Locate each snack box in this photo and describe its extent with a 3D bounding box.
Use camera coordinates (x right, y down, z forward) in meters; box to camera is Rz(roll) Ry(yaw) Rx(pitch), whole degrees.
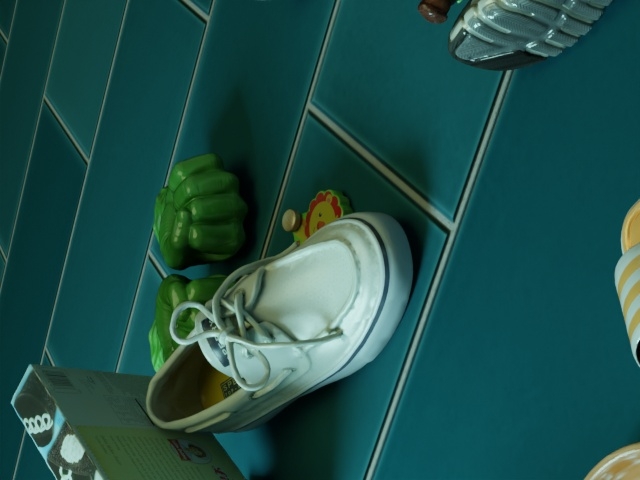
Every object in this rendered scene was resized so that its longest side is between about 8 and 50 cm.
[{"bbox_3d":[-0.166,0.245,1.307,0.322,0.187,0.060,45,114,44],"label":"snack box"}]

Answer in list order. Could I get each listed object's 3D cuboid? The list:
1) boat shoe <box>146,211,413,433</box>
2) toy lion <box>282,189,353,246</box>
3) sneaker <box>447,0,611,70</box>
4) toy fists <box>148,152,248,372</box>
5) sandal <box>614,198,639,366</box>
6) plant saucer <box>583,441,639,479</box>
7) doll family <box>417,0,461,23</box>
[{"bbox_3d":[-0.068,0.090,1.251,0.367,0.156,0.136,-39,63,44],"label":"boat shoe"},{"bbox_3d":[0.000,0.000,1.318,0.096,0.034,0.100,-11,75,53],"label":"toy lion"},{"bbox_3d":[0.182,-0.231,0.988,0.228,0.086,0.132,-33,47,48],"label":"sneaker"},{"bbox_3d":[-0.144,0.037,1.507,0.142,0.096,0.279,-21,64,57],"label":"toy fists"},{"bbox_3d":[0.243,0.061,0.799,0.102,0.076,0.265,-59,37,37],"label":"sandal"},{"bbox_3d":[0.227,0.230,0.834,0.200,0.037,0.200,-22,64,58],"label":"plant saucer"},{"bbox_3d":[0.113,-0.236,1.059,0.076,0.193,0.111,39,105,9],"label":"doll family"}]
